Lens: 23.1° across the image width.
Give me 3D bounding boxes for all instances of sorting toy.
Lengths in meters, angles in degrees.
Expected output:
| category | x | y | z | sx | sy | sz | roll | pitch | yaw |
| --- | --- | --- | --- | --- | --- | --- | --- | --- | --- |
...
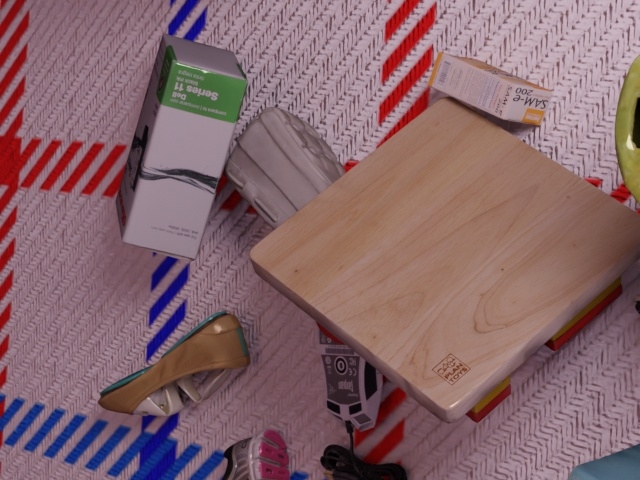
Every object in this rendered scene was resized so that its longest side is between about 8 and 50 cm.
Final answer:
| category | x | y | z | sx | sy | sz | roll | pitch | yaw |
| --- | --- | --- | --- | --- | --- | --- | --- | --- | --- |
| sorting toy | 0.117 | 0.027 | 1.400 | 0.255 | 0.257 | 0.089 | 37 | 155 | 34 |

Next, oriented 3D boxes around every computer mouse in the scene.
| category | x | y | z | sx | sy | sz | roll | pitch | yaw |
| --- | --- | --- | --- | --- | --- | --- | --- | --- | --- |
| computer mouse | 0.039 | 0.156 | 1.591 | 0.106 | 0.042 | 0.193 | 1 | 95 | 47 |

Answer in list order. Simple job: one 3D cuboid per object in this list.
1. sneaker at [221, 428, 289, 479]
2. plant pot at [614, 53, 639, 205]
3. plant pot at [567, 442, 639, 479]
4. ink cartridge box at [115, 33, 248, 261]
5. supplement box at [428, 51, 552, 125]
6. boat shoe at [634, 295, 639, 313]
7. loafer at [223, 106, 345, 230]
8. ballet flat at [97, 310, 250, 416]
| category | x | y | z | sx | sy | sz | roll | pitch | yaw |
| --- | --- | --- | --- | --- | --- | --- | --- | --- | --- |
| sneaker | -0.073 | 0.289 | 1.678 | 0.074 | 0.063 | 0.170 | -10 | 77 | 42 |
| plant pot | 0.357 | -0.075 | 1.154 | 0.276 | 0.254 | 0.276 | 0 | 90 | 43 |
| plant pot | 0.312 | 0.294 | 1.258 | 0.234 | 0.165 | 0.166 | 25 | 106 | 32 |
| ink cartridge box | -0.154 | -0.102 | 1.697 | 0.153 | 0.086 | 0.208 | -119 | 45 | -69 |
| supplement box | 0.159 | -0.143 | 1.468 | 0.098 | 0.062 | 0.036 | 30 | 108 | 38 |
| boat shoe | 0.323 | 0.069 | 1.327 | 0.125 | 0.046 | 0.038 | 7 | 89 | 34 |
| loafer | 0.000 | 0.000 | 1.578 | 0.111 | 0.112 | 0.319 | -47 | 50 | 18 |
| ballet flat | -0.166 | 0.159 | 1.758 | 0.232 | 0.080 | 0.073 | -35 | 81 | 38 |
